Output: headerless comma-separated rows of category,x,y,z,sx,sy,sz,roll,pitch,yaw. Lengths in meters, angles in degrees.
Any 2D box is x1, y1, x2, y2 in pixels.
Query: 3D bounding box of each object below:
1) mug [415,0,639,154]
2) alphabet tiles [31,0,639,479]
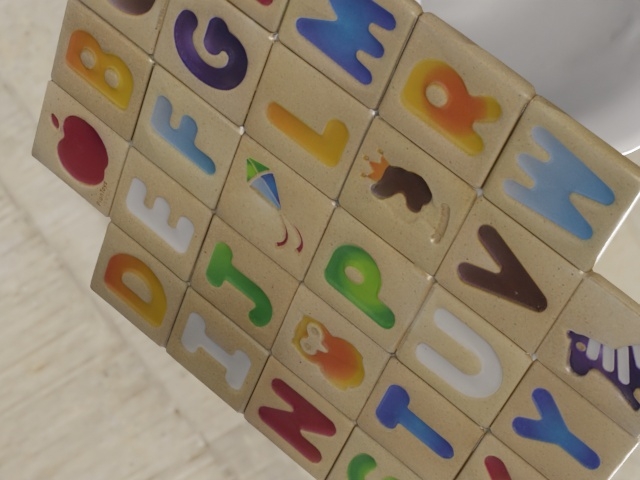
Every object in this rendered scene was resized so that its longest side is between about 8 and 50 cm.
mug,0.140,-0.277,1.234,0.328,0.276,0.374,-131,-156,-66
alphabet tiles,0.000,0.000,0.703,0.342,0.285,0.011,39,47,14
